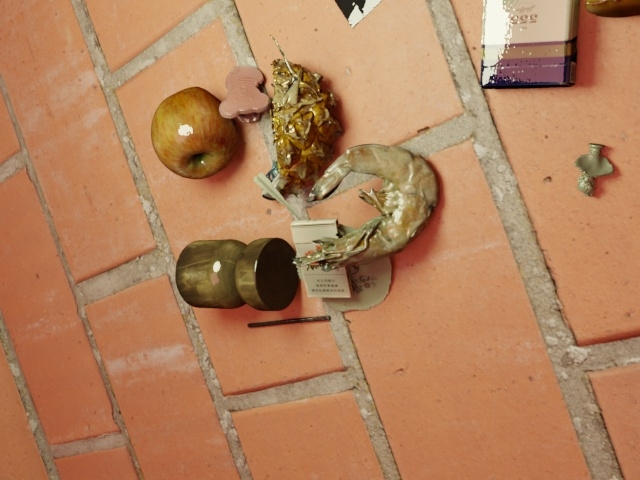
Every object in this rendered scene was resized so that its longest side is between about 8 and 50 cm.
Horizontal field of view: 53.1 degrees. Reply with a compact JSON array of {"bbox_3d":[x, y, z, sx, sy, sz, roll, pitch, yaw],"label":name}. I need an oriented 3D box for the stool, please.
[{"bbox_3d":[-0.209,0.084,1.601,0.264,0.179,0.179,-1,100,34],"label":"stool"}]

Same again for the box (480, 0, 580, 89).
[{"bbox_3d":[0.382,-0.409,1.167,0.168,0.071,0.260,8,106,32],"label":"box"}]

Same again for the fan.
[{"bbox_3d":[0.000,0.000,1.463,0.233,0.012,0.415,-34,104,31],"label":"fan"}]

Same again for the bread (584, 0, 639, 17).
[{"bbox_3d":[0.608,-0.410,0.980,0.361,0.138,0.077,1,99,33],"label":"bread"}]

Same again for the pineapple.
[{"bbox_3d":[-0.033,-0.262,1.406,0.161,0.158,0.335,1,93,4],"label":"pineapple"}]

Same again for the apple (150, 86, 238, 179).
[{"bbox_3d":[-0.309,-0.260,1.574,0.211,0.211,0.188,-46,46,32],"label":"apple"}]

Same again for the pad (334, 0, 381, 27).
[{"bbox_3d":[0.060,-0.678,1.356,0.247,0.007,0.368,-36,81,33],"label":"pad"}]

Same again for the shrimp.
[{"bbox_3d":[0.081,-0.061,1.356,0.360,0.085,0.247,-34,98,3],"label":"shrimp"}]

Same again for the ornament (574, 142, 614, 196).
[{"bbox_3d":[0.498,-0.131,1.174,0.068,0.041,0.092,33,107,-2],"label":"ornament"}]

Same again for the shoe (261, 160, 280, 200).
[{"bbox_3d":[-0.095,-0.162,1.546,0.143,0.063,0.071,-45,54,26],"label":"shoe"}]

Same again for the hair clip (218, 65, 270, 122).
[{"bbox_3d":[-0.183,-0.354,1.524,0.123,0.102,0.138,-5,93,-1],"label":"hair clip"}]

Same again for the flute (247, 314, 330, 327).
[{"bbox_3d":[-0.086,0.210,1.649,0.269,0.014,0.014,-10,95,34],"label":"flute"}]

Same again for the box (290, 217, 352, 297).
[{"bbox_3d":[0.004,0.043,1.460,0.109,0.029,0.198,-2,118,20],"label":"box"}]
